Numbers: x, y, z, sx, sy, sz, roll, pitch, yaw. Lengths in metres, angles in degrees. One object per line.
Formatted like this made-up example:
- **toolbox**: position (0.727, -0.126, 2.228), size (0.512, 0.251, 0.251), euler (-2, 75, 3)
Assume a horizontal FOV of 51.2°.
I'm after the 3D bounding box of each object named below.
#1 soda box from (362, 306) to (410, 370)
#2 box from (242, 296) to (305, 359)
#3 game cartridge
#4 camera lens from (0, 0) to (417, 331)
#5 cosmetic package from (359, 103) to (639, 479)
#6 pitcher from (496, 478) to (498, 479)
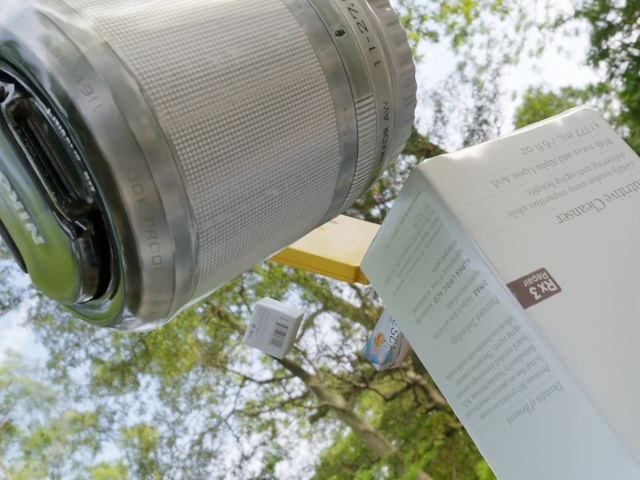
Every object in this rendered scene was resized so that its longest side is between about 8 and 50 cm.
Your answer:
- **soda box**: position (0.151, 0.162, 1.276), size (0.063, 0.058, 0.183), euler (-2, -54, -40)
- **box**: position (-0.103, 0.192, 1.483), size (0.087, 0.102, 0.101), euler (-20, -50, -77)
- **game cartridge**: position (0.000, 0.000, 1.393), size (0.323, 0.285, 0.053), euler (-41, -36, -67)
- **camera lens**: position (-0.090, -0.082, 0.476), size (0.274, 0.219, 0.219), euler (-33, -41, -38)
- **cosmetic package**: position (0.229, 0.099, 0.521), size (0.217, 0.385, 0.156), euler (-22, -26, -28)
- **pitcher**: position (0.238, 0.389, 0.815), size (0.125, 0.178, 0.207), euler (10, -42, -37)
